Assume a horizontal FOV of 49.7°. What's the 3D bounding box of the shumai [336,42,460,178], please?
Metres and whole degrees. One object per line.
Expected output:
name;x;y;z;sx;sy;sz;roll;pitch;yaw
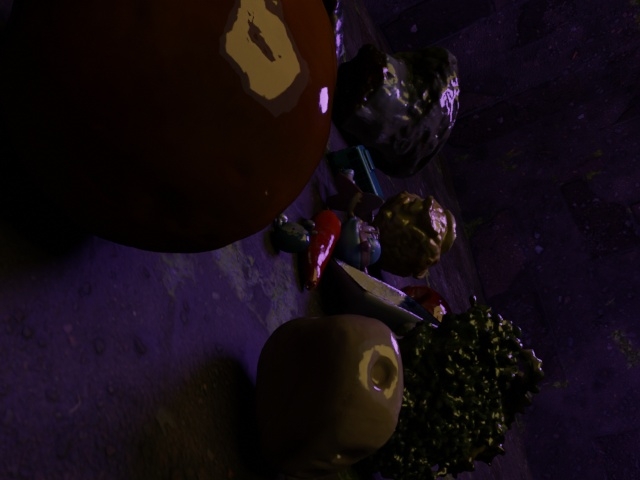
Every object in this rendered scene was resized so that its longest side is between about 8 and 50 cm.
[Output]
shumai;0.180;-0.387;1.944;0.323;0.398;0.324;11;32;-34

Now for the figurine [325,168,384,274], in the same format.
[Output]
figurine;0.064;-0.032;1.504;0.205;0.102;0.260;103;-16;-49

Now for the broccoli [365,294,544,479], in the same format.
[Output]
broccoli;0.198;0.251;1.160;0.272;0.323;0.334;-56;135;-48

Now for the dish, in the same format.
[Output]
dish;0.119;0.135;1.356;0.243;0.080;0.182;27;8;-29

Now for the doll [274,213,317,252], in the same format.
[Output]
doll;-0.044;-0.009;1.192;0.083;0.076;0.051;-82;-179;-68

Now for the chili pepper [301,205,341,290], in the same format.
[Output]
chili pepper;0.000;0.000;1.316;0.071;0.063;0.272;48;27;-18

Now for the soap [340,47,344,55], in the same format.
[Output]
soap;-0.097;-0.599;1.553;0.446;0.156;0.261;64;19;-16

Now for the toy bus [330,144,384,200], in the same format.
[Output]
toy bus;0.092;-0.155;1.688;0.160;0.091;0.079;68;17;0

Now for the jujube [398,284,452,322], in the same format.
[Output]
jujube;0.221;0.215;1.560;0.168;0.168;0.237;-84;165;-54

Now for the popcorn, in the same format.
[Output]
popcorn;0.223;-0.012;1.674;0.216;0.235;0.181;42;37;-9

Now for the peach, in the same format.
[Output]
peach;-0.149;-0.163;0.681;0.301;0.342;0.343;29;38;-29

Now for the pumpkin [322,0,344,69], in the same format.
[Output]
pumpkin;-0.083;-0.357;1.162;0.320;0.192;0.321;-28;123;-55

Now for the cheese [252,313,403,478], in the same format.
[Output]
cheese;-0.002;0.185;0.881;0.117;0.235;0.218;27;15;-35
